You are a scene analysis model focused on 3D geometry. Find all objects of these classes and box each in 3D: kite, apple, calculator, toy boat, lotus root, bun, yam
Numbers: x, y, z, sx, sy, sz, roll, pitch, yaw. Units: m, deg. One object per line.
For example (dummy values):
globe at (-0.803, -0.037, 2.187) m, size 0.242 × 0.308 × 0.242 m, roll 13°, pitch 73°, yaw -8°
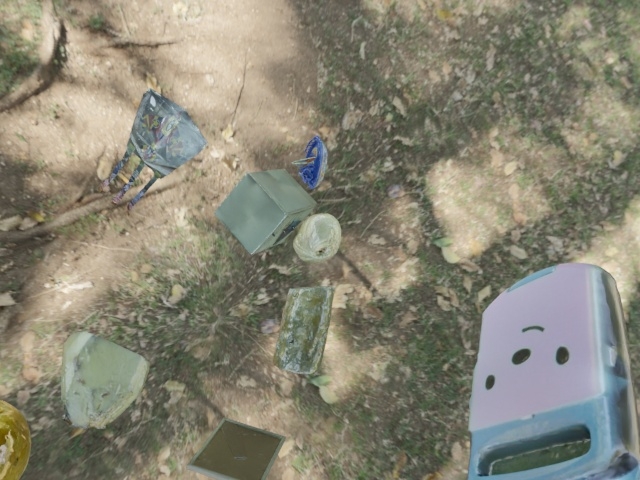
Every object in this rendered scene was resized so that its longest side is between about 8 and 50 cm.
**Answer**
kite at (-0.315, -0.148, 1.031) m, size 0.141 × 0.015 × 0.245 m, roll 45°, pitch 114°, yaw -1°
apple at (-0.574, 0.350, 0.943) m, size 0.182 × 0.182 × 0.155 m, roll 20°, pitch 93°, yaw -7°
calculator at (0.224, 0.142, 0.572) m, size 0.051 × 0.173 × 0.293 m, roll 40°, pitch 43°, yaw -18°
toy boat at (-0.036, -0.229, 1.671) m, size 0.110 × 0.175 × 0.091 m, roll -14°, pitch 48°, yaw -35°
lotus root at (-0.352, 0.233, 0.926) m, size 0.143 × 0.070 × 0.144 m, roll 29°, pitch 58°, yaw -38°
bun at (0.000, 0.000, 1.222) m, size 0.115 × 0.115 × 0.069 m, roll -29°, pitch 48°, yaw -13°
yam at (-0.034, 0.184, 1.241) m, size 0.107 × 0.107 × 0.194 m, roll 11°, pitch 95°, yaw -9°

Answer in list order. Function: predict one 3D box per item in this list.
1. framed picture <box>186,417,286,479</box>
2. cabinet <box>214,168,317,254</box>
framed picture at (-0.201, 0.528, 1.424) m, size 0.184 × 0.250 × 0.016 m, roll 15°, pitch 100°, yaw 7°
cabinet at (-0.131, -0.077, 1.462) m, size 0.150 × 0.206 × 0.145 m, roll 47°, pitch 112°, yaw 8°
